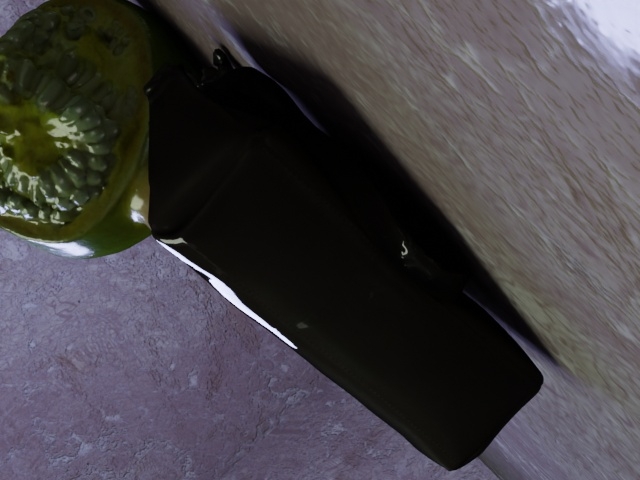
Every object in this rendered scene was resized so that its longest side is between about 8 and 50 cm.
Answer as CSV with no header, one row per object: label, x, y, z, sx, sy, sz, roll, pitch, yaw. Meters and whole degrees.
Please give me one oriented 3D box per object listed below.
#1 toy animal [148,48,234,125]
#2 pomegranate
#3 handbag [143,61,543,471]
toy animal,-0.054,-0.060,1.000,0.233,0.084,0.148,53,171,-29
pomegranate,-0.205,-0.091,1.157,0.340,0.260,0.260,39,174,20
handbag,0.000,0.000,0.799,0.285,0.113,0.257,41,-175,-27
